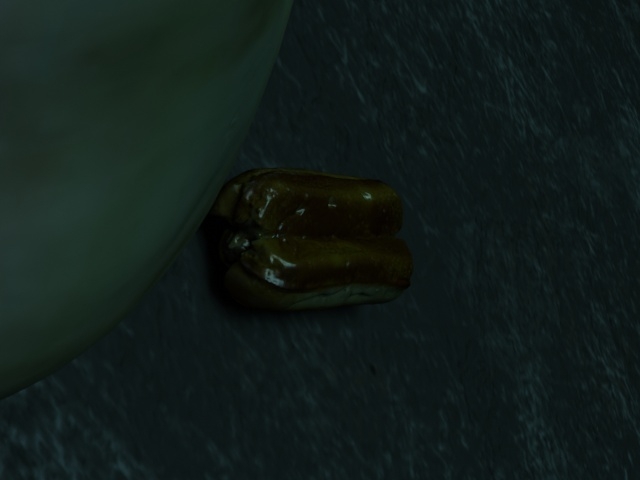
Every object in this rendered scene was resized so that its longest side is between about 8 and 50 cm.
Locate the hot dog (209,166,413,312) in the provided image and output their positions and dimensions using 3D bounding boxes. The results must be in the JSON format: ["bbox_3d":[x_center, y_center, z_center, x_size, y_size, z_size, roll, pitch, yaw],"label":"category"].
[{"bbox_3d":[0.000,0.000,0.879,0.165,0.045,0.071,2,70,-62],"label":"hot dog"}]

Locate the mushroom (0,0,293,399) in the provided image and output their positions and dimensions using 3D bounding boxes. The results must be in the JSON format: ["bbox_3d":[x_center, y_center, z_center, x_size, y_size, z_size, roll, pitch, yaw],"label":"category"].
[{"bbox_3d":[-0.138,-0.114,0.402,0.325,0.353,0.353,48,32,-11],"label":"mushroom"}]
